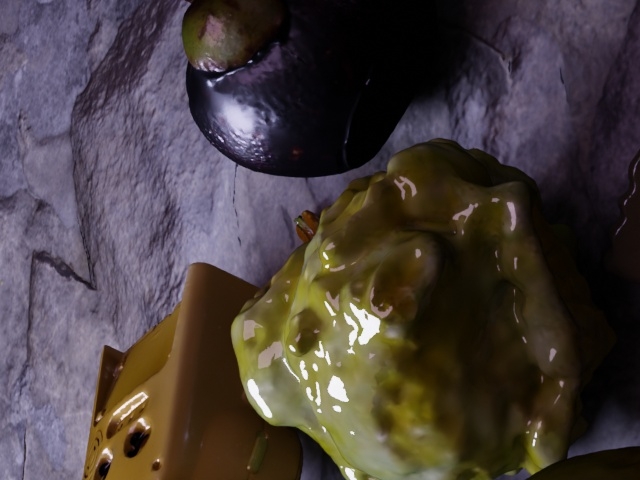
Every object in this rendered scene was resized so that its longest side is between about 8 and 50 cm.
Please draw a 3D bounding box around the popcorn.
[{"bbox_3d":[0.097,0.064,1.276,0.312,0.312,0.312,-9,78,49],"label":"popcorn"}]

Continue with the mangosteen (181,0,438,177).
[{"bbox_3d":[-0.023,-0.200,1.442,0.233,0.287,0.287,36,114,22],"label":"mangosteen"}]

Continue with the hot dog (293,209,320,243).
[{"bbox_3d":[0.000,0.000,1.587,0.083,0.021,0.037,56,136,36],"label":"hot dog"}]

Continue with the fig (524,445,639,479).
[{"bbox_3d":[0.209,0.306,1.054,0.343,0.343,0.343,-9,78,49],"label":"fig"}]

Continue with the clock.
[{"bbox_3d":[-0.129,0.217,1.504,0.244,0.200,0.317,-44,23,41],"label":"clock"}]

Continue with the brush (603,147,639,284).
[{"bbox_3d":[0.307,-0.104,1.208,0.084,0.071,0.301,23,102,37],"label":"brush"}]
